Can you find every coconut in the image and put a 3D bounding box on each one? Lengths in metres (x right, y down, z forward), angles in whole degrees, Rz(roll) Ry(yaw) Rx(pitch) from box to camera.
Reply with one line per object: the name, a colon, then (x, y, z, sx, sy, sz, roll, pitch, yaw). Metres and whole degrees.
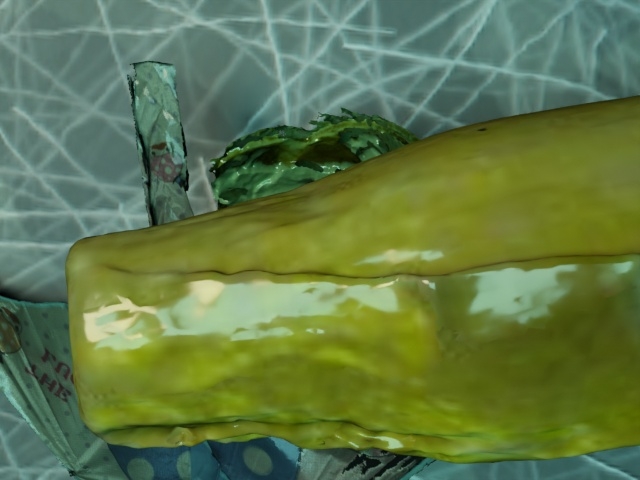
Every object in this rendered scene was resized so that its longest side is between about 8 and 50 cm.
coconut: (0.004, -0.001, 0.558, 0.133, 0.055, 0.158, 45, 117, 2)

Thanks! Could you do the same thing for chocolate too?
chocolate: (0.122, 0.022, 0.455, 0.446, 0.162, 0.162, -9, 95, -2)

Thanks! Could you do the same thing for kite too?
kite: (-0.065, 0.063, 0.572, 0.335, 0.011, 0.314, 6, 111, 17)
